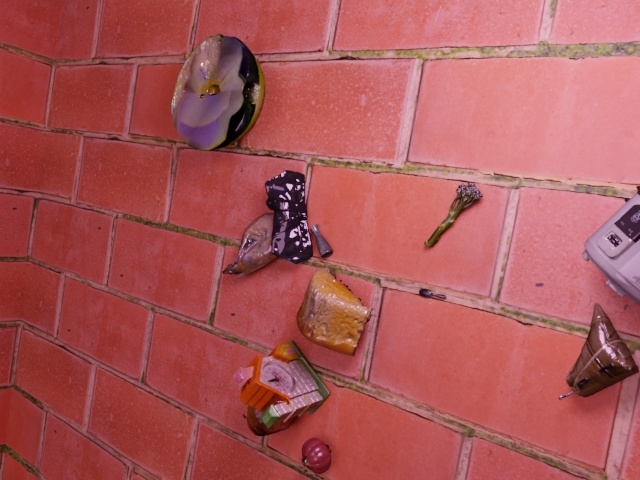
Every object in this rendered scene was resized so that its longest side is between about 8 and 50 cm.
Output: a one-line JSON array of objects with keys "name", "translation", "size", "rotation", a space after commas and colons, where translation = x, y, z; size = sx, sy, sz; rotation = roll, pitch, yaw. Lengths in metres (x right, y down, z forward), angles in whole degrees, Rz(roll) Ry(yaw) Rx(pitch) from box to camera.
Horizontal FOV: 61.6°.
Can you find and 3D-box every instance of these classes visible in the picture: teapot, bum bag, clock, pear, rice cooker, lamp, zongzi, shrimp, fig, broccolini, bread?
[{"name": "teapot", "translation": [0.000, 0.000, 1.702], "size": [0.043, 0.043, 0.110], "rotation": [-40, 63, 27]}, {"name": "bum bag", "translation": [-0.103, -0.076, 1.737], "size": [0.137, 0.074, 0.310], "rotation": [-6, 82, -6]}, {"name": "clock", "translation": [-0.128, 0.437, 1.638], "size": [0.220, 0.255, 0.106], "rotation": [49, 114, 25]}, {"name": "pear", "translation": [-0.328, -0.497, 1.872], "size": [0.399, 0.165, 0.399], "rotation": [-2, 86, 34]}, {"name": "rice cooker", "translation": [0.699, 0.015, 1.102], "size": [0.227, 0.241, 0.280], "rotation": [-52, 26, 25]}, {"name": "lamp", "translation": [-0.012, 0.660, 1.646], "size": [0.107, 0.092, 0.107], "rotation": [43, 144, 42]}, {"name": "zongzi", "translation": [0.620, 0.265, 1.260], "size": [0.189, 0.081, 0.178], "rotation": [-49, 41, 38]}, {"name": "shrimp", "translation": [-0.232, 0.021, 1.845], "size": [0.317, 0.077, 0.168], "rotation": [-31, 63, 23]}, {"name": "fig", "translation": [-0.165, 0.501, 1.749], "size": [0.159, 0.159, 0.257], "rotation": [-26, 53, 31]}, {"name": "broccolini", "translation": [0.348, -0.065, 1.454], "size": [0.067, 0.058, 0.216], "rotation": [49, 114, 23]}, {"name": "bread", "translation": [0.017, 0.223, 1.611], "size": [0.262, 0.162, 0.204], "rotation": [39, 121, 44]}]

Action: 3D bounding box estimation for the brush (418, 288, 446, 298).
[{"name": "brush", "translation": [0.312, 0.151, 1.498], "size": [0.083, 0.008, 0.024], "rotation": [11, 91, 35]}]
